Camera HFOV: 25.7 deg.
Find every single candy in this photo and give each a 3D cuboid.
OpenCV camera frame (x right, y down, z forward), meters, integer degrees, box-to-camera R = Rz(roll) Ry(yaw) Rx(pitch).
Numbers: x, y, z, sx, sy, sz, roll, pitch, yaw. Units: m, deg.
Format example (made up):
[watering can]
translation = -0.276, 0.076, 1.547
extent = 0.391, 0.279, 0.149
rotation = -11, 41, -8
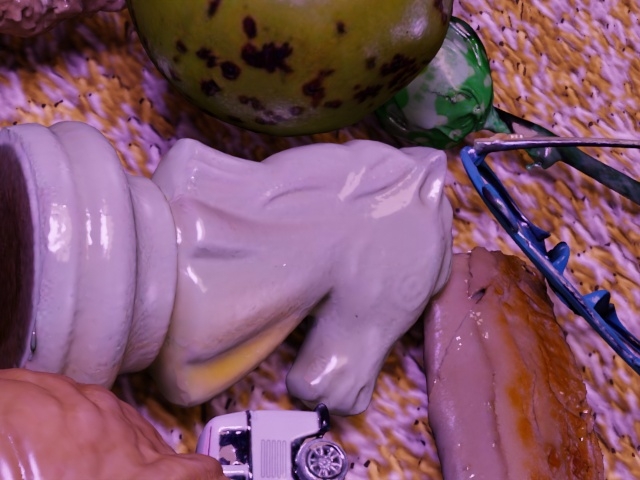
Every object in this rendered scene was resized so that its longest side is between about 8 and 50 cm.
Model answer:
[candy]
translation = 0.175, -0.064, 1.041
extent = 0.323, 0.097, 0.097
rotation = 27, 52, -13

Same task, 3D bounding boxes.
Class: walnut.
[walnut]
translation = -0.140, 0.169, 0.663
extent = 0.228, 0.228, 0.228
rotation = 10, 56, -15

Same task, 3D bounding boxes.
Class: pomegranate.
[pomegranate]
translation = -0.020, -0.177, 0.847
extent = 0.211, 0.263, 0.211
rotation = -1, 73, 5

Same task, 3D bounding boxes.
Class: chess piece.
[chess piece]
translation = -0.051, 0.021, 0.841
extent = 0.298, 0.176, 0.175
rotation = 1, 59, -28

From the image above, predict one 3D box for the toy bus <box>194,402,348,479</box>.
[toy bus]
translation = -0.033, 0.190, 0.781
extent = 0.089, 0.087, 0.193
rotation = 5, 57, -10

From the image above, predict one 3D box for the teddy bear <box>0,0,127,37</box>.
[teddy bear]
translation = -0.222, -0.241, 0.940
extent = 0.267, 0.156, 0.256
rotation = -7, 63, -27

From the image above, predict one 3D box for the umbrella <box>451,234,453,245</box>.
[umbrella]
translation = 0.000, 0.000, 0.937
extent = 0.188, 0.050, 0.046
rotation = 7, 78, -18

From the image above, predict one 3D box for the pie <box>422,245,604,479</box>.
[pie]
translation = 0.126, 0.132, 0.883
extent = 0.129, 0.068, 0.282
rotation = 22, 43, -34

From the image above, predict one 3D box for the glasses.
[glasses]
translation = 0.223, -0.012, 0.975
extent = 0.207, 0.102, 0.239
rotation = -39, 87, -21
